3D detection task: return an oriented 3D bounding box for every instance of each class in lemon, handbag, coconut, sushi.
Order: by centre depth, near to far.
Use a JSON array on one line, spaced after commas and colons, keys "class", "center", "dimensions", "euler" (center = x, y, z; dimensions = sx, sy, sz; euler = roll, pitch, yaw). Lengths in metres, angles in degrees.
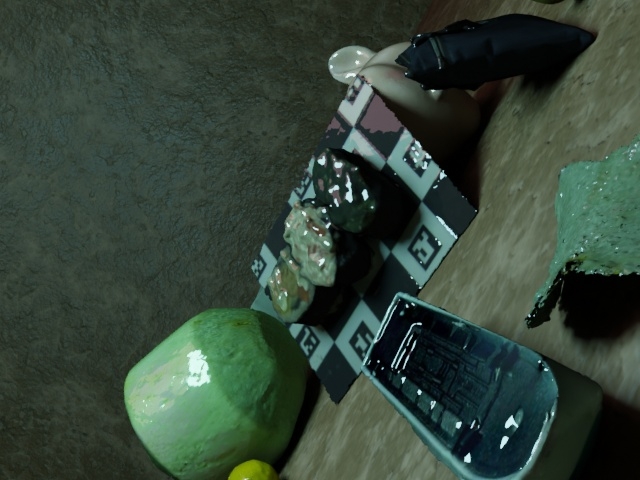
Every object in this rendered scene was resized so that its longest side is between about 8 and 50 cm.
[{"class": "handbag", "center": [0.199, -0.236, 1.036], "dimensions": [0.254, 0.210, 0.089], "euler": [-88, -13, -74]}, {"class": "sushi", "center": [0.000, 0.000, 1.137], "dimensions": [0.296, 0.099, 0.373], "euler": [55, 127, 35]}, {"class": "lemon", "center": [-0.100, 0.367, 1.233], "dimensions": [0.082, 0.082, 0.110], "euler": [-63, 13, -13]}, {"class": "coconut", "center": [-0.180, 0.270, 1.394], "dimensions": [0.328, 0.281, 0.329], "euler": [-28, 42, 29]}]

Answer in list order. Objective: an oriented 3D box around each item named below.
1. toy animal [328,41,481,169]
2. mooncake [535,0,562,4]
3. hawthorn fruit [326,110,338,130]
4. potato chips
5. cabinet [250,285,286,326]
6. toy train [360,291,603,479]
[{"class": "toy animal", "center": [0.112, -0.147, 1.280], "dimensions": [0.326, 0.236, 0.269], "euler": [125, 153, -54]}, {"class": "mooncake", "center": [0.267, -0.406, 1.067], "dimensions": [0.117, 0.234, 0.235], "euler": [-48, 14, 52]}, {"class": "hawthorn fruit", "center": [0.137, -0.208, 1.487], "dimensions": [0.251, 0.189, 0.189], "euler": [-42, 5, -4]}, {"class": "potato chips", "center": [0.195, -0.007, 0.558], "dimensions": [0.167, 0.059, 0.228], "euler": [-53, 3, -19]}, {"class": "cabinet", "center": [-0.013, 0.068, 1.539], "dimensions": [0.145, 0.150, 0.206], "euler": [-54, 8, 24]}, {"class": "toy train", "center": [0.111, 0.106, 0.578], "dimensions": [0.087, 0.088, 0.407], "euler": [-63, 6, -1]}]
